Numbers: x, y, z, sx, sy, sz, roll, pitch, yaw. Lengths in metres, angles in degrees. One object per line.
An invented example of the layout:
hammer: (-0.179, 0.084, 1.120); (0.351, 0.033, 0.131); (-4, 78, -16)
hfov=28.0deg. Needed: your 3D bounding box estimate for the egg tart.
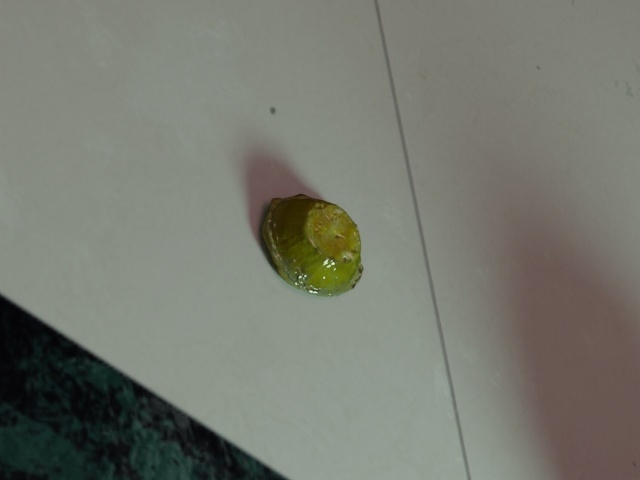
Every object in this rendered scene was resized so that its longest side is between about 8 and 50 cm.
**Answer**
egg tart: (0.000, 0.000, 1.080); (0.105, 0.039, 0.105); (21, 54, -32)
